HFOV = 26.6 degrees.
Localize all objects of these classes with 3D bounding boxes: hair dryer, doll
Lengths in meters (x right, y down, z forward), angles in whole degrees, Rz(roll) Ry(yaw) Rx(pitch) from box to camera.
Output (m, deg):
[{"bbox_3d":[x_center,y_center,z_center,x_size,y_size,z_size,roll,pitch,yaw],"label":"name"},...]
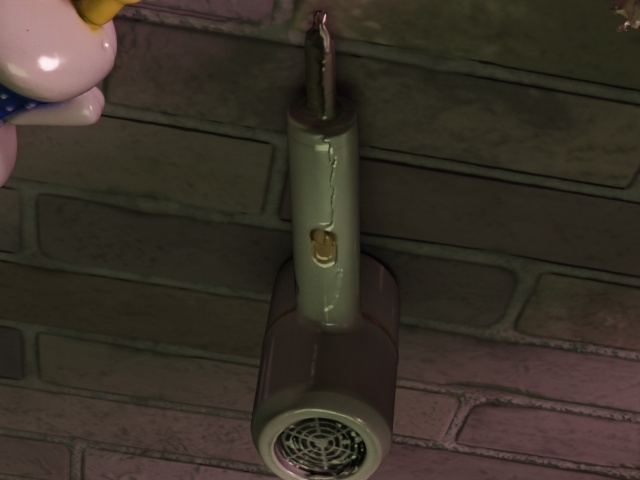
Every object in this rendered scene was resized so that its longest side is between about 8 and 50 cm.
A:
[{"bbox_3d":[0.000,0.000,0.959,0.108,0.173,0.357,0,129,4],"label":"hair dryer"},{"bbox_3d":[-0.222,-0.099,0.883,0.138,0.119,0.293,35,128,-21],"label":"doll"}]

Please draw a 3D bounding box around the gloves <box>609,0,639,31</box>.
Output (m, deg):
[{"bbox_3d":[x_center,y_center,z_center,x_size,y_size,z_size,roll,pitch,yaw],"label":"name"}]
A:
[{"bbox_3d":[0.243,-0.165,0.765,0.114,0.070,0.153,33,129,-19],"label":"gloves"}]
